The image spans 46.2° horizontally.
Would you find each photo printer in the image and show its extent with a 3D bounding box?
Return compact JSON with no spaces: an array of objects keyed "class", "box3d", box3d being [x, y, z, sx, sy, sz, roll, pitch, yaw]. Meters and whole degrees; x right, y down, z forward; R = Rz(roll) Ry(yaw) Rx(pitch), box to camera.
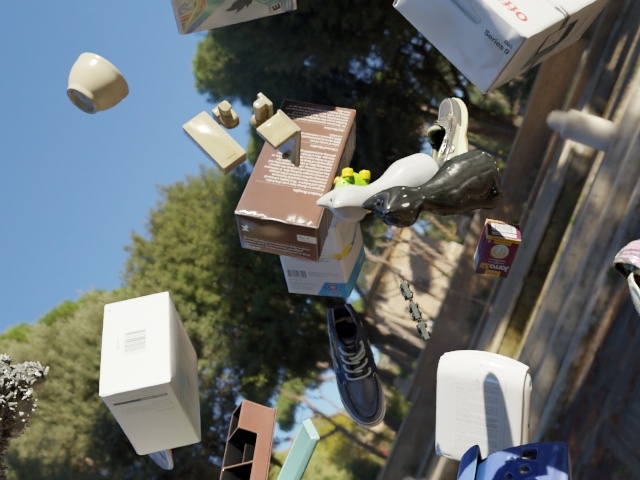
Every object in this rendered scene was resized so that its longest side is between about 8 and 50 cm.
[{"class":"photo printer","box3d":[0.435,0.448,2.018,0.107,0.256,0.307,-23,-66,-59]}]

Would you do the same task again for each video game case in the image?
[{"class":"video game case","box3d":[-0.209,-0.632,1.718,0.329,0.300,0.036,87,166,-59]}]

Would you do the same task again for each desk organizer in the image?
[{"class":"desk organizer","box3d":[-0.095,0.278,0.982,0.130,0.050,0.047,-84,21,-46]}]

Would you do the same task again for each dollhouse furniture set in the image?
[{"class":"dollhouse furniture set","box3d":[-0.139,-0.171,1.360,0.151,0.144,0.123,-40,-17,-18]}]

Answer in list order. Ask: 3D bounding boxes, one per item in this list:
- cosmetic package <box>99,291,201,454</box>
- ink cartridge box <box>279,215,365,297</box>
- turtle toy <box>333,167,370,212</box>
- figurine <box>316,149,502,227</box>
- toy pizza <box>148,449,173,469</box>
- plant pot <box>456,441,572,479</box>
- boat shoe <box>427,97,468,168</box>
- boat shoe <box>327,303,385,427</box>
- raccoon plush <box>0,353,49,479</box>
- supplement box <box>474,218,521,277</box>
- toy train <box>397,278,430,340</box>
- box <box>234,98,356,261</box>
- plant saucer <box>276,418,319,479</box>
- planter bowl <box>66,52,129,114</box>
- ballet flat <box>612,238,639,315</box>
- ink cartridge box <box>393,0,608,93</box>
[{"class":"cosmetic package","box3d":[-0.334,0.267,1.506,0.224,0.138,0.224,80,178,-46]},{"class":"ink cartridge box","box3d":[0.000,0.000,2.218,0.197,0.198,0.270,-64,-29,-46]},{"class":"turtle toy","box3d":[0.076,-0.103,1.622,0.130,0.066,0.095,3,-97,-40]},{"class":"figurine","box3d":[0.124,-0.072,1.141,0.210,0.215,0.092,-17,-77,-29]},{"class":"toy pizza","box3d":[-0.393,0.438,1.729,0.032,0.201,0.201,-33,-32,-31]},{"class":"plant pot","box3d":[0.371,0.538,1.439,0.236,0.212,0.235,-63,-35,-49]},{"class":"boat shoe","box3d":[0.257,-0.218,1.542,0.080,0.074,0.223,119,160,-50]},{"class":"boat shoe","box3d":[0.088,0.335,2.053,0.158,0.127,0.340,74,177,-65]},{"class":"raccoon plush","box3d":[-0.421,0.162,0.922,0.446,0.216,0.299,-50,16,30]},{"class":"supplement box","box3d":[0.281,0.013,1.198,0.043,0.055,0.083,-80,-3,-49]},{"class":"toy train","box3d":[0.225,0.167,1.803,0.027,0.158,0.036,-20,-16,-6]},{"class":"box","box3d":[-0.046,-0.149,1.766,0.143,0.191,0.381,88,-163,-51]},{"class":"plant saucer","box3d":[-0.053,0.439,1.447,0.192,0.018,0.067,-67,26,14]},{"class":"planter bowl","box3d":[-0.625,-0.417,2.059,0.109,0.162,0.162,-59,-16,-28]},{"class":"ballet flat","box3d":[0.443,0.097,0.924,0.079,0.221,0.077,-30,-22,-11]},{"class":"ink cartridge box","box3d":[0.286,-0.377,1.161,0.289,0.211,0.121,-33,-16,-37]}]
